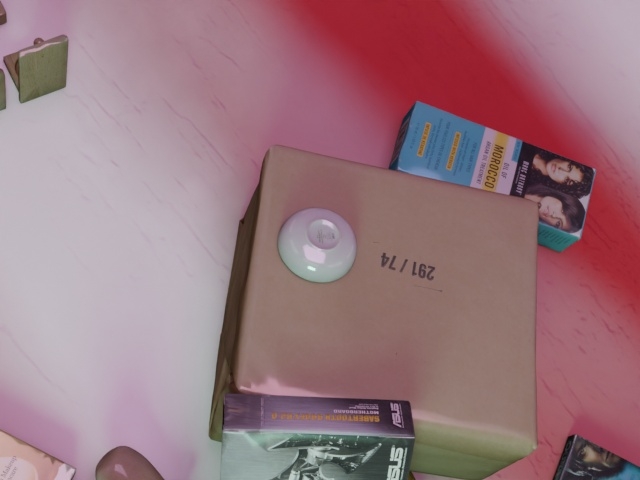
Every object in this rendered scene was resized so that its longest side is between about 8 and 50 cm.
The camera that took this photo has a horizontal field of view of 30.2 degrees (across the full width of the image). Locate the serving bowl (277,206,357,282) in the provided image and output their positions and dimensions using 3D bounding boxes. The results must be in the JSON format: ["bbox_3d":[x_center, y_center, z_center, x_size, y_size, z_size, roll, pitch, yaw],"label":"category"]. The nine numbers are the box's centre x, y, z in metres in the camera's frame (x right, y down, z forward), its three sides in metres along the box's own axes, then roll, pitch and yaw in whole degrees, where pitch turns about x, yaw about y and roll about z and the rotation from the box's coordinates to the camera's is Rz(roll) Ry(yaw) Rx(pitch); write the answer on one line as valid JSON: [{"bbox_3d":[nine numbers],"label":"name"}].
[{"bbox_3d":[0.000,0.000,1.208,0.083,0.027,0.083,7,61,-14],"label":"serving bowl"}]

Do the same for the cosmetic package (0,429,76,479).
[{"bbox_3d":[-0.320,0.240,1.244,0.115,0.041,0.060,27,69,-5],"label":"cosmetic package"}]

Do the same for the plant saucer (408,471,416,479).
[{"bbox_3d":[0.037,0.311,1.308,0.188,0.045,0.188,-25,80,-19],"label":"plant saucer"}]

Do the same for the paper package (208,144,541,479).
[{"bbox_3d":[0.064,0.085,1.296,0.324,0.168,0.310,12,60,-11],"label":"paper package"}]

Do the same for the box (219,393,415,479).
[{"bbox_3d":[-0.011,0.256,1.177,0.183,0.231,0.056,3,34,-5],"label":"box"}]

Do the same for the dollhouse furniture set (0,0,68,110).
[{"bbox_3d":[-0.382,-0.236,1.333,0.144,0.123,0.151,-25,80,-20],"label":"dollhouse furniture set"}]

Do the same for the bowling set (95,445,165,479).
[{"bbox_3d":[-0.210,0.354,1.150,0.154,0.200,0.287,47,73,-17],"label":"bowling set"}]

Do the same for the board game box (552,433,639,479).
[{"bbox_3d":[0.315,0.336,1.379,0.126,0.026,0.186,27,69,-5],"label":"board game box"}]

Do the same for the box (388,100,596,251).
[{"bbox_3d":[0.209,-0.077,1.463,0.244,0.060,0.101,20,70,-7],"label":"box"}]
